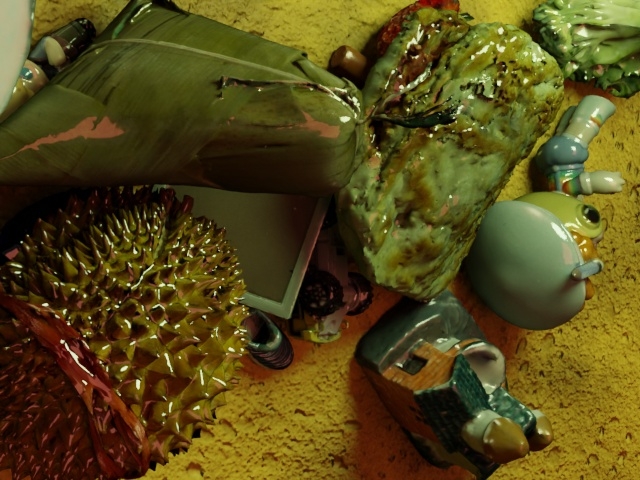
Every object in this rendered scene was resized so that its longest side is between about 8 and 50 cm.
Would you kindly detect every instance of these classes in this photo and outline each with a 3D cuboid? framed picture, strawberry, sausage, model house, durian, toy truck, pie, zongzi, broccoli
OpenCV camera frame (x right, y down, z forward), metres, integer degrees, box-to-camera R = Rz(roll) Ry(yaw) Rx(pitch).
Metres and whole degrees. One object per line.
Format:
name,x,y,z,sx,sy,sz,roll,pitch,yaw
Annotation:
framed picture,-0.100,-0.070,1.557,0.231,0.018,0.293,20,86,0
strawberry,0.140,-0.284,1.704,0.192,0.085,0.140,-52,143,-19
sausage,0.071,-0.231,1.696,0.131,0.041,0.039,32,68,-32
model house,0.235,0.232,1.727,0.190,0.301,0.271,-39,116,-15
durian,-0.256,0.109,1.368,0.347,0.347,0.384,35,86,-32
toy truck,0.000,0.000,1.641,0.136,0.111,0.285,5,85,-65
pie,0.166,-0.101,1.616,0.395,0.180,0.418,1,112,-60
zongzi,-0.118,-0.097,1.307,0.418,0.447,0.181,-48,153,-44
broccoli,0.486,-0.349,1.830,0.288,0.245,0.248,-48,110,-24

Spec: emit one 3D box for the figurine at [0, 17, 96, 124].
figurine,-0.338,-0.185,1.405,0.196,0.108,0.114,-39,151,-30

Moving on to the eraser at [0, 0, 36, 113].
eraser,-0.395,-0.226,1.245,0.104,0.290,0.189,0,98,-32

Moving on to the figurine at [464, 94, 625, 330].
figurine,0.347,-0.051,1.857,0.205,0.224,0.382,27,56,-11

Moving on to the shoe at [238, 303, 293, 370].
shoe,-0.082,0.130,1.632,0.064,0.071,0.143,-54,125,-14
